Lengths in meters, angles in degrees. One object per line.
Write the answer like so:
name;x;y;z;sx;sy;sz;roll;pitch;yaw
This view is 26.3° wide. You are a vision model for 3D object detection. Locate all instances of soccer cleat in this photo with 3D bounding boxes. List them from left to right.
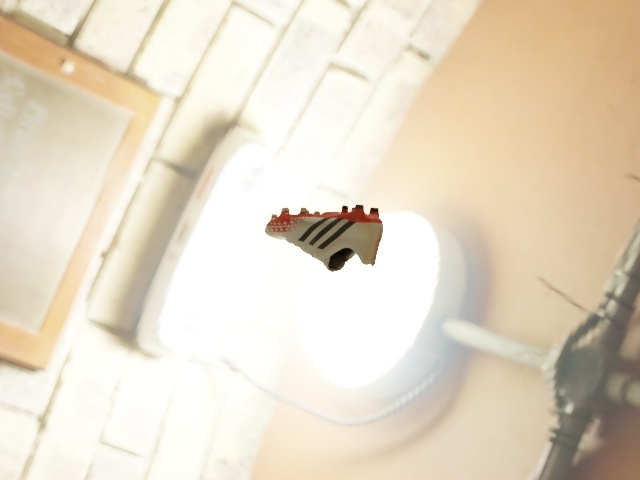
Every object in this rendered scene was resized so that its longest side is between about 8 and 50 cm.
soccer cleat;0.000;0.000;0.746;0.083;0.029;0.036;-3;-100;41
